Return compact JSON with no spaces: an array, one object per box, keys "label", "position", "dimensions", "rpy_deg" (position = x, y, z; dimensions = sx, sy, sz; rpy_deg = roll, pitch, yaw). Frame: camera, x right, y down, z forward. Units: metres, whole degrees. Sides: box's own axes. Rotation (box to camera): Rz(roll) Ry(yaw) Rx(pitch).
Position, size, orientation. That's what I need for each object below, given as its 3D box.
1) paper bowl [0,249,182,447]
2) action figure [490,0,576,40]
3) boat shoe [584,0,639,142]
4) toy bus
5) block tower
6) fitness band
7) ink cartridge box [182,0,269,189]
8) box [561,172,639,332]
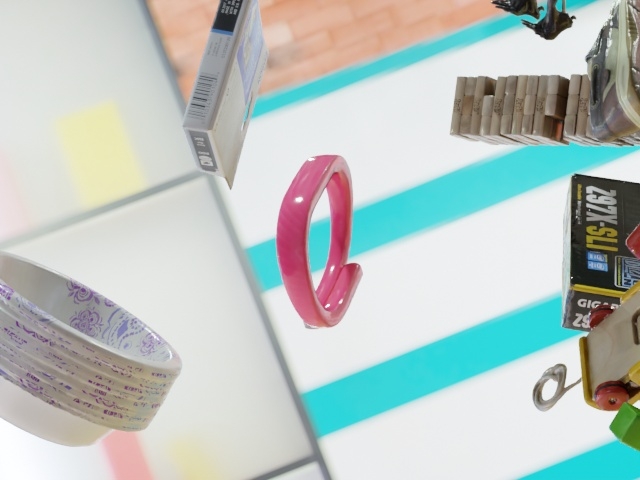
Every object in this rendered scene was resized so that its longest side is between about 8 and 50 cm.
[{"label":"paper bowl","position":[-0.319,0.139,1.937],"dimensions":[0.148,0.284,0.284],"rpy_deg":[-59,-14,5]},{"label":"action figure","position":[0.363,-0.438,2.410],"dimensions":[0.141,0.164,0.275],"rpy_deg":[2,-54,-40]},{"label":"boat shoe","position":[0.289,-0.173,1.571],"dimensions":[0.073,0.080,0.223],"rpy_deg":[-29,28,28]},{"label":"toy bus","position":[0.293,0.086,1.327],"dimensions":[0.104,0.191,0.202],"rpy_deg":[28,-5,-20]},{"label":"block tower","position":[0.349,-0.182,2.284],"dimensions":[0.336,0.097,0.091],"rpy_deg":[5,-3,37]},{"label":"fitness band","position":[0.000,0.000,2.305],"dimensions":[0.054,0.209,0.291],"rpy_deg":[-4,27,18]},{"label":"ink cartridge box","position":[-0.116,-0.193,2.049],"dimensions":[0.045,0.206,0.208],"rpy_deg":[12,-18,8]},{"label":"box","position":[0.468,0.028,2.277],"dimensions":[0.257,0.079,0.322],"rpy_deg":[8,31,5]}]
